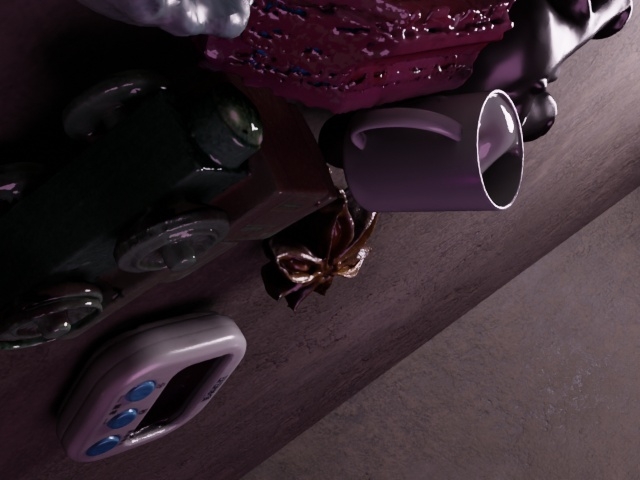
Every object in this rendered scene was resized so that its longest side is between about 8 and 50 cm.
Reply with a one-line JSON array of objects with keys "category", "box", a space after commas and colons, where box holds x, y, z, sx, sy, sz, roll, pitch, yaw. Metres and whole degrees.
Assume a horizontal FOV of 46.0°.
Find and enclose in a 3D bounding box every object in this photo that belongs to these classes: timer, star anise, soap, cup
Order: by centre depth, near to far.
[{"category": "soap", "box": [0.013, -0.189, 0.566, 0.250, 0.162, 0.099, -18, 159, -41]}, {"category": "cup", "box": [0.090, -0.086, 0.640, 0.136, 0.133, 0.099, 55, 50, -38]}, {"category": "star anise", "box": [-0.001, -0.003, 1.024, 0.214, 0.099, 0.220, -46, 158, -21]}, {"category": "timer", "box": [-0.238, 0.201, 1.056, 0.237, 0.087, 0.262, -11, 147, -50]}]

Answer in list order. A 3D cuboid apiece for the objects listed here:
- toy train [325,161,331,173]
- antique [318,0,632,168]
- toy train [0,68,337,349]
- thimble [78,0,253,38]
[{"category": "toy train", "box": [-0.086, -0.049, 0.837, 0.249, 0.053, 0.085, -24, 149, -34]}, {"category": "antique", "box": [0.146, -0.169, 0.802, 0.255, 0.185, 0.322, -26, 156, -48]}, {"category": "toy train", "box": [-0.147, -0.020, 0.617, 0.304, 0.150, 0.221, -29, 168, 24]}, {"category": "thimble", "box": [-0.075, -0.206, 0.306, 0.205, 0.172, 0.250, -48, 170, -23]}]
